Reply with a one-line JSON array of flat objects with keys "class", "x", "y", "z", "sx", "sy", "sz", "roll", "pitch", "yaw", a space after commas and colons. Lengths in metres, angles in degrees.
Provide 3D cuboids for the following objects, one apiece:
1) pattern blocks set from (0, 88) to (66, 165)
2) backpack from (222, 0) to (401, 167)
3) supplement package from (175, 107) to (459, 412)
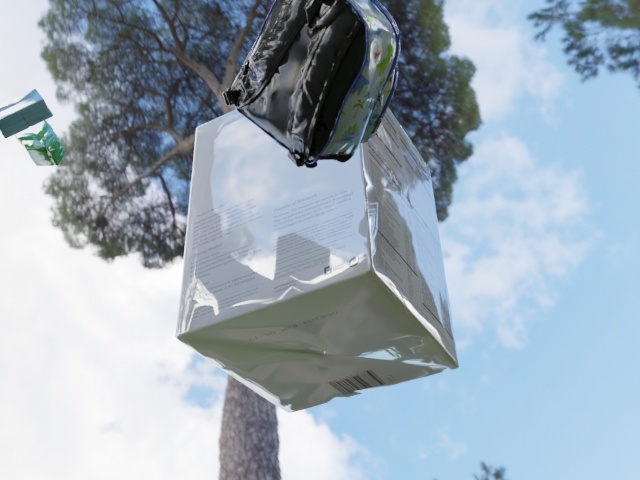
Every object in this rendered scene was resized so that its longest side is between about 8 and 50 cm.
[{"class": "pattern blocks set", "x": -0.346, "y": -0.017, "z": 0.581, "sx": 0.325, "sy": 0.285, "sz": 0.026, "roll": -25, "pitch": -57, "yaw": -6}, {"class": "backpack", "x": 0.004, "y": -0.125, "z": 0.550, "sx": 0.084, "sy": 0.105, "sz": 0.114, "roll": -16, "pitch": -39, "yaw": -50}, {"class": "supplement package", "x": 0.000, "y": 0.000, "z": 0.783, "sx": 0.199, "sy": 0.262, "sz": 0.198, "roll": -20, "pitch": -40, "yaw": 22}]
